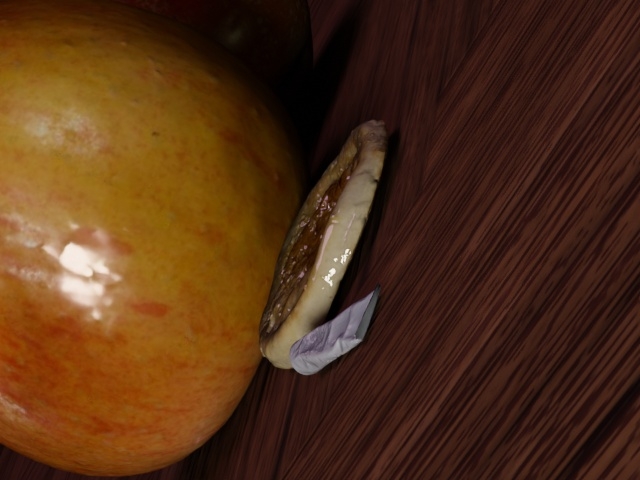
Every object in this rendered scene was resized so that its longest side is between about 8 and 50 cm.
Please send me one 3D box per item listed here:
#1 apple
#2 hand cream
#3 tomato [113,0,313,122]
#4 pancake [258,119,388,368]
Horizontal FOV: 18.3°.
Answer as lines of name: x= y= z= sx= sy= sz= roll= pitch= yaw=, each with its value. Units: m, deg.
apple: x=-0.153 y=-0.006 z=1.271 sx=0.299 sy=0.275 sz=0.299 roll=-161 pitch=90 yaw=-78
hand cream: x=0.009 y=0.048 z=0.999 sx=0.093 sy=0.019 sz=0.030 roll=-35 pitch=30 yaw=60
tomato: x=-0.138 y=-0.129 z=1.524 sx=0.270 sy=0.222 sz=0.270 roll=-53 pitch=-14 yaw=-19
pancake: x=0.001 y=0.001 z=1.123 sx=0.151 sy=0.025 sz=0.152 roll=-158 pitch=90 yaw=-82
